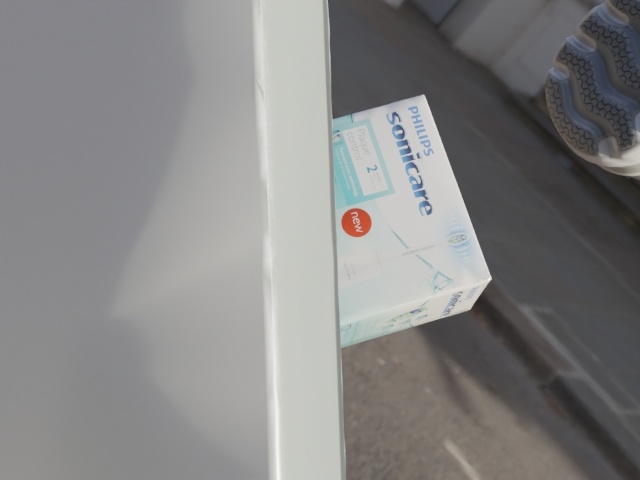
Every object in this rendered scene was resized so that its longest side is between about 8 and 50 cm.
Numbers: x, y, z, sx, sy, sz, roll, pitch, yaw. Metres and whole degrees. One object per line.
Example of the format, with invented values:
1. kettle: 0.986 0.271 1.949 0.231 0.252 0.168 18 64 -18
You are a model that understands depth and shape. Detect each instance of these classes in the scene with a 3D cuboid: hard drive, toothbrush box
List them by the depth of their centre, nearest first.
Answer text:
1. hard drive: -0.160 0.000 0.422 0.047 0.353 0.233 1 86 -62
2. toothbrush box: 0.000 0.000 1.266 0.126 0.295 0.216 103 -28 -72

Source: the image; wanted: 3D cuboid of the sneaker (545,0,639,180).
1. sneaker: 0.235 -0.125 0.546 0.115 0.281 0.105 25 36 -55
